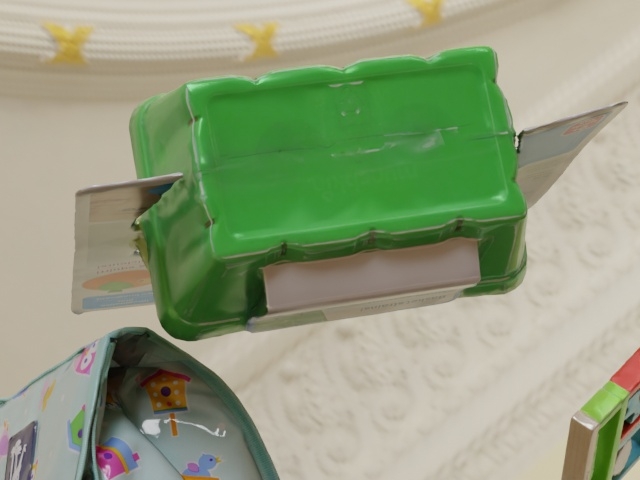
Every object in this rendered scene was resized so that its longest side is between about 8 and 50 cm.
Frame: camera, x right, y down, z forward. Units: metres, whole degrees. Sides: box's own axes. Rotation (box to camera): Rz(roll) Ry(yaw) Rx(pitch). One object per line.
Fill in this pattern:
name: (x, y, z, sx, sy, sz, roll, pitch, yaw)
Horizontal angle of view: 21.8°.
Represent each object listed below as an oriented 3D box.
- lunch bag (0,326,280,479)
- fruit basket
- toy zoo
lunch bag: (-0.128, 0.201, 1.060, 0.160, 0.223, 0.262, -21, -98, -38)
fruit basket: (0.000, 0.000, 1.088, 0.327, 0.166, 0.353, -8, -18, -12)
toy zoo: (0.370, 0.178, 1.877, 0.293, 0.030, 0.192, -40, -32, -30)
